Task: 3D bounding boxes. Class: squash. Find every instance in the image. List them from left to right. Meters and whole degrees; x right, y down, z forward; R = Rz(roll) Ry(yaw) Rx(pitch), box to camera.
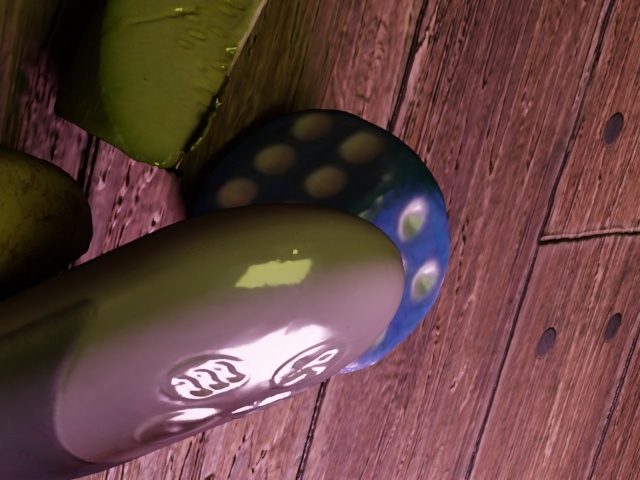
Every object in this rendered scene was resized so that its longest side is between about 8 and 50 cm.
[{"bbox_3d":[-0.068,-0.169,0.772,0.252,0.093,0.169,-62,-172,0],"label":"squash"}]

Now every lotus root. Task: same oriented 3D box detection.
[{"bbox_3d":[-0.224,-0.011,0.689,0.110,0.097,0.258,-44,153,29],"label":"lotus root"}]

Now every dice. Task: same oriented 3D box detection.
[{"bbox_3d":[0.000,0.000,0.925,0.143,0.146,0.146,-44,139,-27],"label":"dice"}]

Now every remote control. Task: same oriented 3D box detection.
[{"bbox_3d":[-0.106,0.068,0.763,0.332,0.103,0.221,-22,157,14],"label":"remote control"}]
